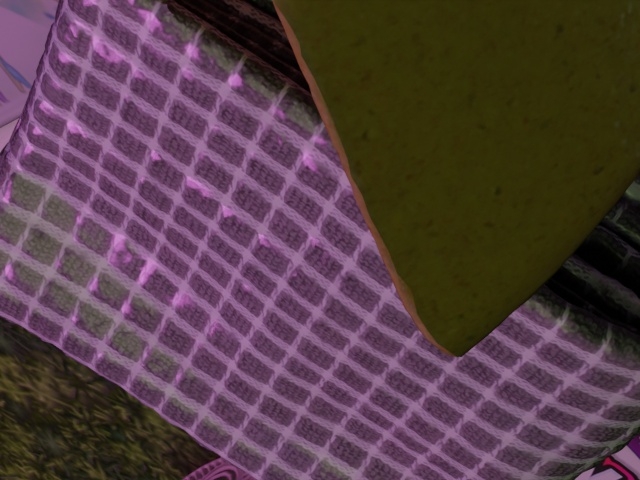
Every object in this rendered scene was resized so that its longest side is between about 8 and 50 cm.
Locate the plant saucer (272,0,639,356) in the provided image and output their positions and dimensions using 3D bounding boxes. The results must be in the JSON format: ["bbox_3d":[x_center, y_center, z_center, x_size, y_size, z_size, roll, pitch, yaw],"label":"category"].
[{"bbox_3d":[0.042,-0.198,0.380,0.081,0.333,0.332,-6,132,21],"label":"plant saucer"}]

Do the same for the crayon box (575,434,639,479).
[{"bbox_3d":[0.149,0.066,0.796,0.363,0.106,0.313,40,146,-10],"label":"crayon box"}]

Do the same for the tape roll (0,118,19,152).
[{"bbox_3d":[-0.266,-0.169,0.873,0.392,0.072,0.392,21,144,16],"label":"tape roll"}]

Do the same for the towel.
[{"bbox_3d":[0.000,0.000,0.635,0.284,0.121,0.235,33,145,1],"label":"towel"}]

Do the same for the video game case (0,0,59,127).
[{"bbox_3d":[-0.232,-0.175,0.742,0.300,0.036,0.329,47,142,-21],"label":"video game case"}]

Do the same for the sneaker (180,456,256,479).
[{"bbox_3d":[0.002,0.234,1.105,0.350,0.131,0.148,-11,122,46],"label":"sneaker"}]
